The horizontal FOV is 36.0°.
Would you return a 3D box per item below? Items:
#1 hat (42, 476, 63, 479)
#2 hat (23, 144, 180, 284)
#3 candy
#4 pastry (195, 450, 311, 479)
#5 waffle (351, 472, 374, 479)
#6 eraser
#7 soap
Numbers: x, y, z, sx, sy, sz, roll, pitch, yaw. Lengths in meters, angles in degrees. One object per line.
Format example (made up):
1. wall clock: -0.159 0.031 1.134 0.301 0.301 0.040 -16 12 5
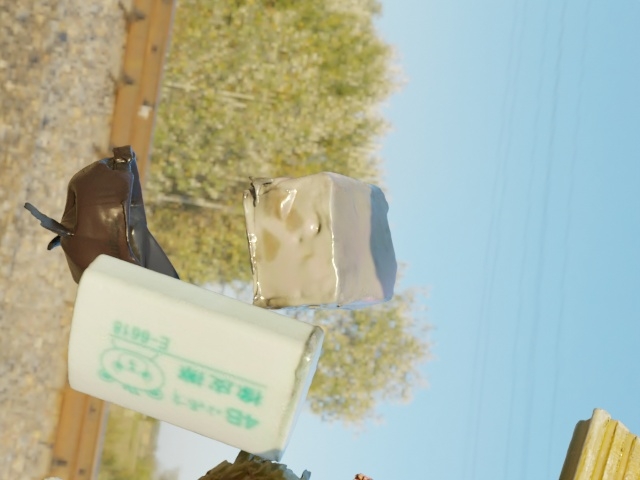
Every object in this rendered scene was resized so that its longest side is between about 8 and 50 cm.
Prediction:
1. hat: -0.395 0.442 1.516 0.093 0.112 0.162 124 -52 -81
2. hat: -0.370 0.027 1.658 0.238 0.209 0.336 -113 -174 -82
3. candy: 0.000 0.000 1.260 0.195 0.137 0.184 8 75 -61
4. pastry: -0.147 0.475 1.509 0.136 0.330 0.329 59 10 -23
5. waffle: 0.088 0.414 1.614 0.075 0.083 0.029 20 -115 46
6. eraser: -0.154 0.144 1.195 0.104 0.290 0.189 -63 169 -54
7. soap: 0.528 0.461 1.813 0.089 0.173 0.274 -50 -179 42
